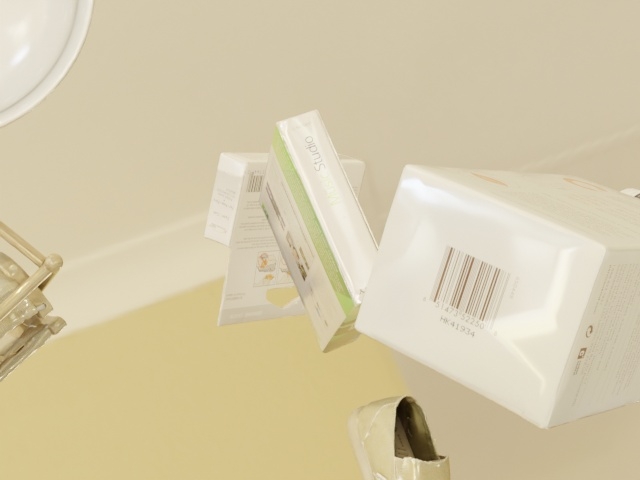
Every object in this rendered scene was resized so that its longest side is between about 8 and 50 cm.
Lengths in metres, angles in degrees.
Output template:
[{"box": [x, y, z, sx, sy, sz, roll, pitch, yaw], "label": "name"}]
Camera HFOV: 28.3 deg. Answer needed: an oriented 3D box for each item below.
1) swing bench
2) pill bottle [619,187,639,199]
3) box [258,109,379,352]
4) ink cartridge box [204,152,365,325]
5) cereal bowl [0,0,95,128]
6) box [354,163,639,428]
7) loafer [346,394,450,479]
[{"box": [-0.415, 0.109, 1.363, 0.253, 0.165, 0.254, -46, -12, -26], "label": "swing bench"}, {"box": [0.475, -0.020, 1.790, 0.094, 0.169, 0.094, -5, -72, -16], "label": "pill bottle"}, {"box": [0.000, 0.000, 1.561, 0.058, 0.232, 0.322, -21, -10, -10], "label": "box"}, {"box": [-0.062, -0.008, 2.034, 0.296, 0.066, 0.261, -3, -71, -50], "label": "ink cartridge box"}, {"box": [-0.407, -0.268, 1.308, 0.339, 0.141, 0.339, -2, -82, -15], "label": "cereal bowl"}, {"box": [0.232, 0.042, 1.230, 0.345, 0.215, 0.168, -1, -68, -52], "label": "box"}, {"box": [0.113, 0.296, 1.507, 0.102, 0.268, 0.092, 4, -41, -41], "label": "loafer"}]
